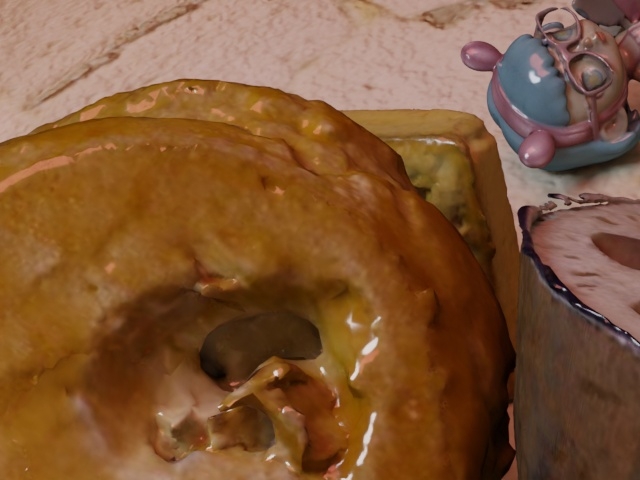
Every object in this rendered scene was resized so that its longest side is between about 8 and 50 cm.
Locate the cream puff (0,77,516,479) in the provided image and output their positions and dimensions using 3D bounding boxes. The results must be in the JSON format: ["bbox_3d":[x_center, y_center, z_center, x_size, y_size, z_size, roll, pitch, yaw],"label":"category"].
[{"bbox_3d":[-0.070,0.096,0.754,0.327,0.343,0.231,-3,-11,-10],"label":"cream puff"}]

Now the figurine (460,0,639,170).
[{"bbox_3d":[0.242,-0.111,1.073,0.260,0.103,0.205,-23,67,-8],"label":"figurine"}]

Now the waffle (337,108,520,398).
[{"bbox_3d":[0.000,0.000,0.948,0.274,0.168,0.057,5,33,37],"label":"waffle"}]

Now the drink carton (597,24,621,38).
[{"bbox_3d":[0.245,-0.199,1.211,0.056,0.071,0.165,-4,33,19],"label":"drink carton"}]

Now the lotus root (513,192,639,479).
[{"bbox_3d":[0.192,0.100,0.667,0.272,0.192,0.272,5,15,-1],"label":"lotus root"}]
